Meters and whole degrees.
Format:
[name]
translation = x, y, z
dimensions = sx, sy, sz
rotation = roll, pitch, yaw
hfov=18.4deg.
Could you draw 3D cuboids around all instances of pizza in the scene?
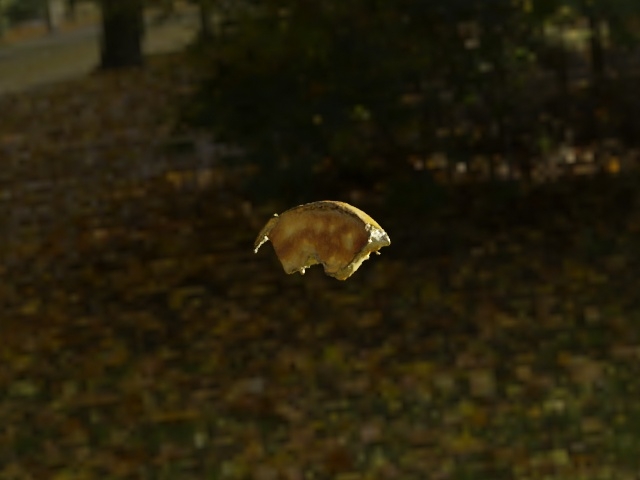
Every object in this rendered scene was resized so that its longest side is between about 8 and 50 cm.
[pizza]
translation = 0.000, 0.000, 0.915
dimensions = 0.083, 0.037, 0.016
rotation = 0, -14, 45
